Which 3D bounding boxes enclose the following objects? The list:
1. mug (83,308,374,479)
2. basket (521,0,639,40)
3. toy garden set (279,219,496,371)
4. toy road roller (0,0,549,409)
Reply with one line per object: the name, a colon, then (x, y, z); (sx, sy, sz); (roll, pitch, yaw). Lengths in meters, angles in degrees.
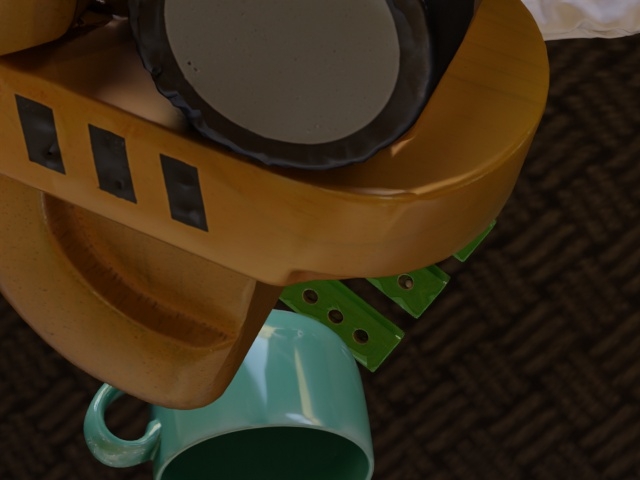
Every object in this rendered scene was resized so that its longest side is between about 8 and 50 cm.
mug: (-0.046, 0.095, 1.143); (0.129, 0.158, 0.097); (-30, 49, 28)
basket: (0.111, -0.288, 1.594); (0.331, 0.328, 0.266); (-2, 94, 5)
toy garden set: (0.000, 0.000, 1.583); (0.204, 0.049, 0.244); (38, 122, 1)
toy road roller: (-0.084, -0.089, 0.658); (0.329, 0.202, 0.240); (22, 130, 6)
